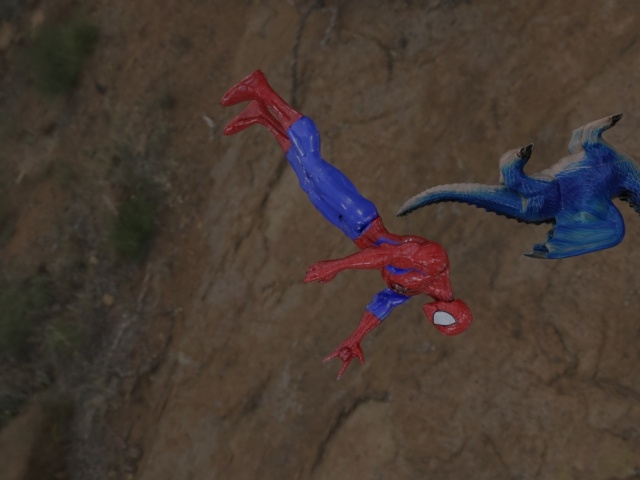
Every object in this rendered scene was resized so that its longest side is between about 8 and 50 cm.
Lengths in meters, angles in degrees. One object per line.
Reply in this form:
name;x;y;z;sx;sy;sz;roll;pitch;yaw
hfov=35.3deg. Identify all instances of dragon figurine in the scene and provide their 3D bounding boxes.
dragon figurine;0.226;-0.025;0.921;0.289;0.144;0.085;-19;2;-2

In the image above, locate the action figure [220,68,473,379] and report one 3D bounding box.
action figure;0.000;0.000;0.850;0.280;0.091;0.139;42;76;12
